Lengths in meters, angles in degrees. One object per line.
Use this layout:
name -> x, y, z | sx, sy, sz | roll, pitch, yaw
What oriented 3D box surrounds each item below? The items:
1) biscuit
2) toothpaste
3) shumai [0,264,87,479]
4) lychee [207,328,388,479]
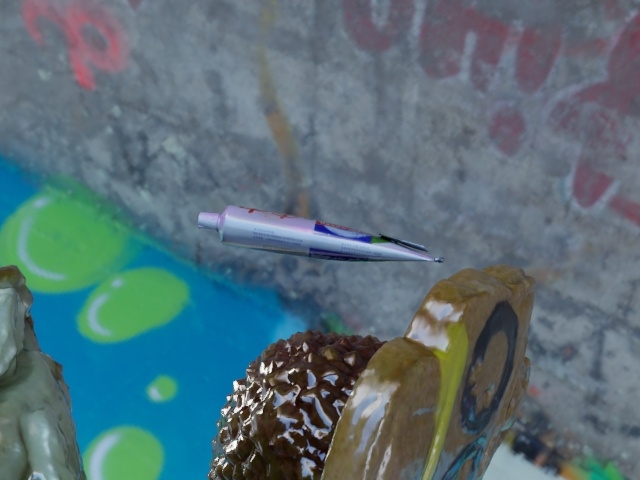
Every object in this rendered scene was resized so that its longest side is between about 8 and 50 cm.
biscuit -> 0.082, 0.120, 0.721 | 0.041, 0.290, 0.209 | 20, 103, 26
toothpaste -> 0.000, 0.000, 0.784 | 0.169, 0.028, 0.045 | 10, 177, 1
shumai -> -0.187, 0.137, 0.592 | 0.303, 0.263, 0.309 | 9, 131, 15
lychee -> 0.015, 0.188, 0.982 | 0.235, 0.236, 0.271 | 28, 166, 23
